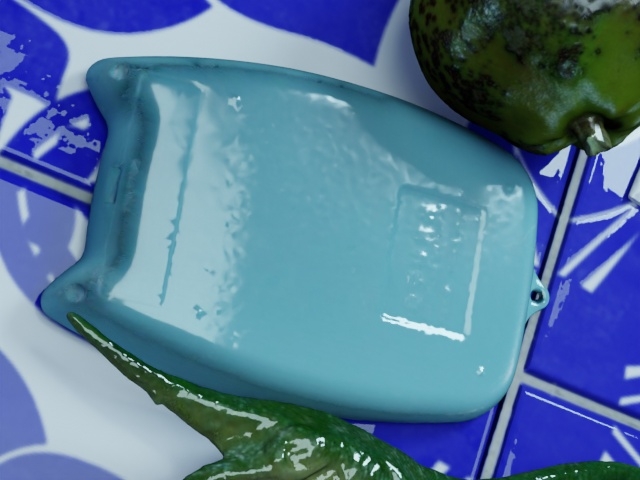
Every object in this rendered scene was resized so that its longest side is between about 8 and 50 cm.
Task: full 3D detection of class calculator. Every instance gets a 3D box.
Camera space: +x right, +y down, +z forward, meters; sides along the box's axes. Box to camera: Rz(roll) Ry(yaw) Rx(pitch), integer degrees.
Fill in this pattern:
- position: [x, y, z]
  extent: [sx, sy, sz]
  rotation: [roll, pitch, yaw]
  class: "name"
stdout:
- position: [0.000, 0.000, 1.362]
  extent: [0.386, 0.054, 0.256]
  rotation: [14, 74, -19]
  class: "calculator"

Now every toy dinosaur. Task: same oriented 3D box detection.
- position: [0.047, 0.138, 1.313]
  extent: [0.301, 0.087, 0.447]
  rotation: [-45, 109, -15]
  class: "toy dinosaur"

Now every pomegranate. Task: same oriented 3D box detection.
- position: [0.167, -0.187, 1.401]
  extent: [0.222, 0.276, 0.204]
  rotation: [8, 115, -36]
  class: "pomegranate"

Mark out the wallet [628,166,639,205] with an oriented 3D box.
- position: [0.282, -0.061, 1.485]
  extent: [0.044, 0.011, 0.083]
  rotation: [29, 71, -10]
  class: "wallet"
